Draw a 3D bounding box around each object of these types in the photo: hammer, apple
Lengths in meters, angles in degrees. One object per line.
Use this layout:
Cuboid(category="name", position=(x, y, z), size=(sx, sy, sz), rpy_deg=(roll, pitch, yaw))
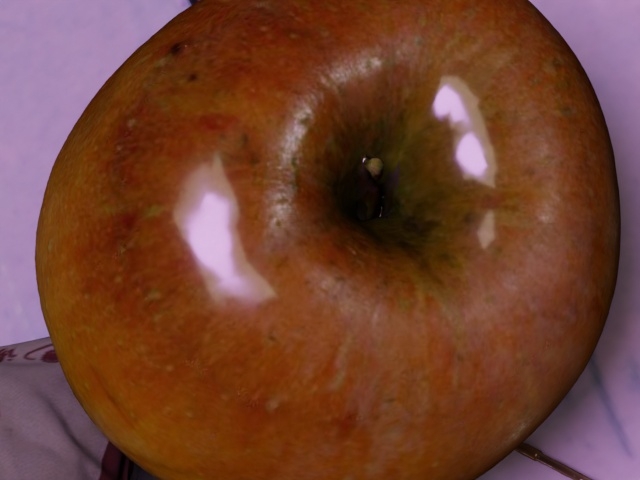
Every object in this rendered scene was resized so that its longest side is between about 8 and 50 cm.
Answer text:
Cuboid(category="hammer", position=(0.109, 0.100, 0.592), size=(0.123, 0.014, 0.029), rpy_deg=(25, 73, 24))
Cuboid(category="apple", position=(0.000, 0.000, 0.561), size=(0.237, 0.207, 0.237), rpy_deg=(2, 78, -11))

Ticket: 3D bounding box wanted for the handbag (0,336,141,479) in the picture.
Cuboid(category="handbag", position=(-0.174, 0.126, 0.593), size=(0.213, 0.235, 0.127), rpy_deg=(-15, 112, 10))
